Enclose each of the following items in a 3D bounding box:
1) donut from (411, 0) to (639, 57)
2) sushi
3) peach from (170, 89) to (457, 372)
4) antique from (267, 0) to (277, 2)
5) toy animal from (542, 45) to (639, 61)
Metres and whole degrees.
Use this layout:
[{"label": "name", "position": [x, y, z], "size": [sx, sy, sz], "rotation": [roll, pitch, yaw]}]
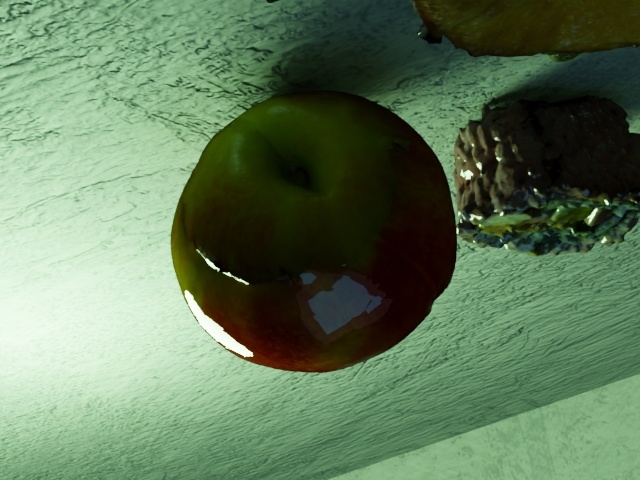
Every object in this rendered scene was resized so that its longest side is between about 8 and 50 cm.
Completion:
[{"label": "donut", "position": [0.259, -0.331, 1.545], "size": [0.377, 0.164, 0.435], "rotation": [-6, 161, -14]}, {"label": "sushi", "position": [0.294, -0.084, 2.200], "size": [0.270, 0.171, 0.236], "rotation": [2, 156, -29]}, {"label": "peach", "position": [0.000, 0.000, 1.990], "size": [0.370, 0.370, 0.370], "rotation": [-11, 160, -4]}, {"label": "antique", "position": [0.030, -0.286, 1.724], "size": [0.192, 0.015, 0.031], "rotation": [-17, 160, 12]}, {"label": "toy animal", "position": [0.310, -0.240, 1.940], "size": [0.181, 0.073, 0.136], "rotation": [-20, 166, 10]}]
